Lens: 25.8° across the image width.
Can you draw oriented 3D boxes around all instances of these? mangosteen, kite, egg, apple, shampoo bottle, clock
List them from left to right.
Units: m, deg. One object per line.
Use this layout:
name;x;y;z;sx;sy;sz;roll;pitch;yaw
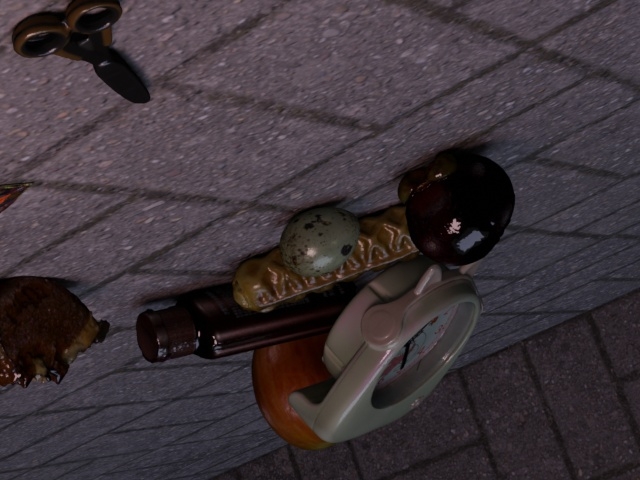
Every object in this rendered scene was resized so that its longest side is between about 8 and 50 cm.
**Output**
kite;-0.338;-0.034;1.366;0.125;0.008;0.222;-23;166;0
shampoo bottle;-0.103;0.109;1.996;0.323;0.129;0.084;-12;125;-31
egg;0.000;0.000;1.788;0.110;0.085;0.085;-30;168;-10
apple;0.019;0.214;2.312;0.286;0.233;0.286;-22;169;-5
clock;0.115;0.137;2.024;0.265;0.108;0.324;-10;138;-52
mangosteen;0.170;-0.045;1.777;0.152;0.153;0.152;-19;166;-5

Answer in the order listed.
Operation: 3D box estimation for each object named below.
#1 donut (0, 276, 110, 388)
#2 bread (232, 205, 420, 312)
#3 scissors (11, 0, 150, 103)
donut;-0.365;0.110;1.671;0.126;0.144;0.186;-20;-162;26
bread;0.052;0.013;1.924;0.367;0.077;0.084;-19;167;0
scissors;-0.177;-0.147;1.139;0.088;0.017;0.220;-25;166;5
